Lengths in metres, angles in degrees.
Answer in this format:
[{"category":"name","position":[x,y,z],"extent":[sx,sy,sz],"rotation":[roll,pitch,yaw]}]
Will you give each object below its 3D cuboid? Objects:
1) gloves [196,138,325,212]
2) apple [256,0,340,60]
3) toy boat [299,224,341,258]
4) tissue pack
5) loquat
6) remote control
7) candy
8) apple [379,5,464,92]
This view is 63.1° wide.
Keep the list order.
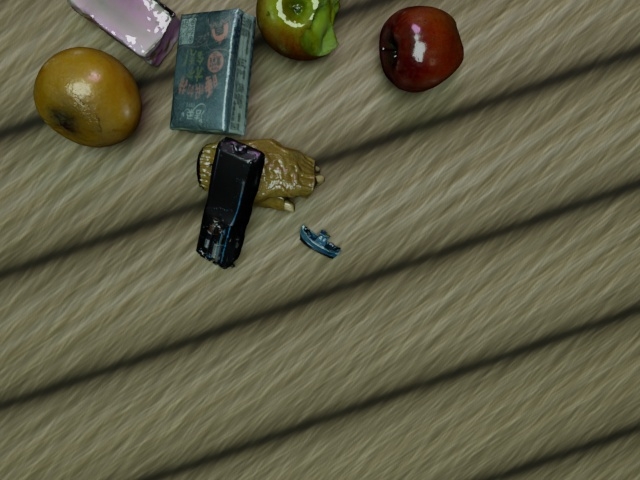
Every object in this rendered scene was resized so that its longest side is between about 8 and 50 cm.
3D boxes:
[{"category":"gloves","position":[-0.165,-0.184,1.457],"extent":[0.356,0.155,0.203],"rotation":[4,100,-6]},{"category":"apple","position":[-0.046,-0.602,1.377],"extent":[0.246,0.226,0.246],"rotation":[0,99,-1]},{"category":"toy boat","position":[0.000,0.000,1.531],"extent":[0.137,0.060,0.061],"rotation":[30,114,1]},{"category":"tissue pack","position":[-0.295,-0.446,1.400],"extent":[0.228,0.103,0.315],"rotation":[12,98,35]},{"category":"loquat","position":[-0.603,-0.371,1.369],"extent":[0.263,0.263,0.263],"rotation":[0,97,-2]},{"category":"remote control","position":[-0.258,-0.086,1.415],"extent":[0.144,0.062,0.399],"rotation":[24,127,6]},{"category":"candy","position":[-0.525,-0.615,1.413],"extent":[0.265,0.116,0.155],"rotation":[35,95,-6]},{"category":"apple","position":[0.267,-0.518,1.407],"extent":[0.234,0.234,0.234],"rotation":[0,97,-2]}]
